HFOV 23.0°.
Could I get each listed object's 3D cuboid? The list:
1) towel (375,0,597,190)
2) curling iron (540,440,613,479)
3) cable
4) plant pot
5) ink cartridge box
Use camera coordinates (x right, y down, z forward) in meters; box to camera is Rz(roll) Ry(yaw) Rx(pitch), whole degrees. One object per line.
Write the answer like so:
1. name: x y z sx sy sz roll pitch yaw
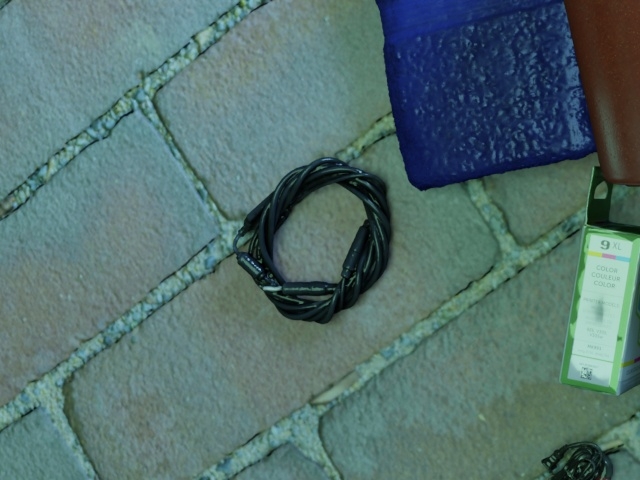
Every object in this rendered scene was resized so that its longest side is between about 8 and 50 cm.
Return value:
1. towel: 0.167 -0.217 1.572 0.227 0.076 0.308 -10 88 30
2. curling iron: 0.233 0.329 1.583 0.068 0.035 0.274 17 98 26
3. cable: 0.000 0.000 1.665 0.184 0.047 0.150 -40 77 20
4. plant pot: 0.335 -0.194 1.405 0.272 0.272 0.265 -5 98 24
5. ink cartridge box: 0.284 0.036 1.507 0.062 0.109 0.209 10 96 23
